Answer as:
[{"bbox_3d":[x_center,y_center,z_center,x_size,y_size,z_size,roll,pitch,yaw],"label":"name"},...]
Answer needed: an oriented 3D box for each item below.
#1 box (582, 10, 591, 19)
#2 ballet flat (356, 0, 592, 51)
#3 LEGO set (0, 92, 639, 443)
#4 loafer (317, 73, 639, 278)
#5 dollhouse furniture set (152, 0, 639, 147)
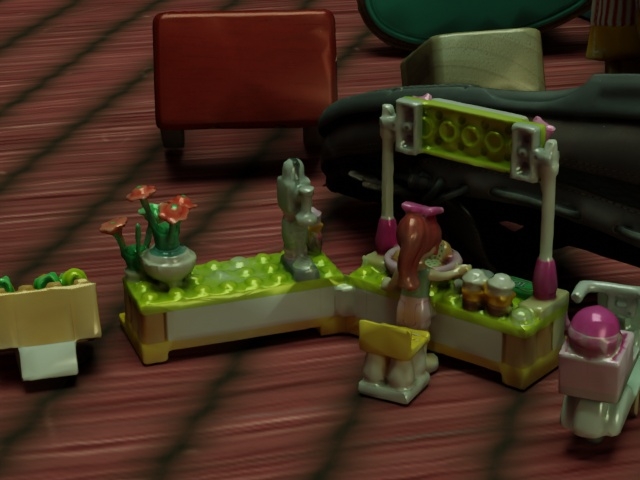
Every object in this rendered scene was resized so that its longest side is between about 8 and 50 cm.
[{"bbox_3d":[0.257,-0.197,1.211,0.100,0.060,0.244,-11,25,-23],"label":"box"},{"bbox_3d":[0.190,-0.233,1.138,0.342,0.116,0.124,-26,13,14],"label":"ballet flat"},{"bbox_3d":[0.000,0.000,0.670,0.287,0.107,0.132,6,23,15],"label":"LEGO set"},{"bbox_3d":[0.097,-0.021,0.736,0.109,0.095,0.302,12,-7,-38],"label":"loafer"},{"bbox_3d":[0.093,-0.161,0.889,0.374,0.201,0.152,-2,-1,-7],"label":"dollhouse furniture set"}]
